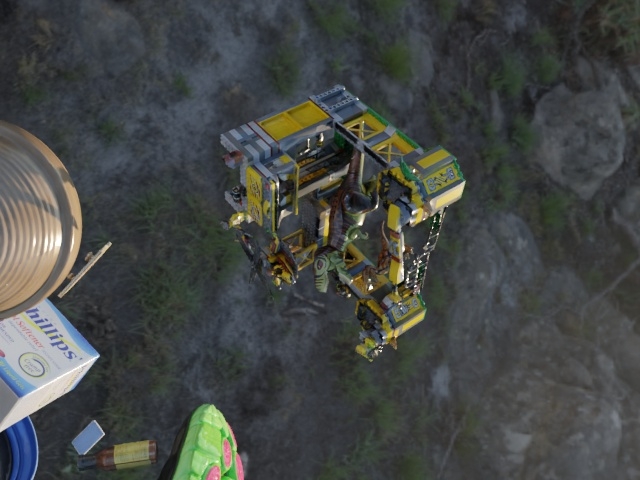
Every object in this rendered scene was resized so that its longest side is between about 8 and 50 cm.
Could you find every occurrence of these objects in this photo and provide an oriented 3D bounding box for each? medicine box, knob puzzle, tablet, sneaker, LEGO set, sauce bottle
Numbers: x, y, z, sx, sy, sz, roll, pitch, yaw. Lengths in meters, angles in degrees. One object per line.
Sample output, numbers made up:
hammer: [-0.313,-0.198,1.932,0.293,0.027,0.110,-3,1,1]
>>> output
medicine box: [-0.752,0.283,1.659,0.263,0.149,0.289,45,21,6]
knob puzzle: [-0.666,0.069,1.900,0.030,0.213,0.213,42,52,-11]
tablet: [-0.620,0.528,1.792,0.083,0.054,0.006,-45,154,-6]
sneaker: [-0.274,0.469,1.135,0.483,0.202,0.185,-69,142,-54]
LEGO set: [0.000,0.000,0.764,0.192,0.331,0.255,-29,64,-26]
sauce bottle: [-0.335,0.359,1.115,0.128,0.042,0.042,-4,86,-9]

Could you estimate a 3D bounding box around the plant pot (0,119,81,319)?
plant pot: [-0.395,-0.016,0.733,0.110,0.237,0.238,-92,166,-80]

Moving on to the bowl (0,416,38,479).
bowl: [-0.898,0.504,1.692,0.391,0.077,0.391,49,14,-17]

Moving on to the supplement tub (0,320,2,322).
supplement tub: [-0.650,0.083,1.115,0.241,0.331,0.241,47,7,-8]
